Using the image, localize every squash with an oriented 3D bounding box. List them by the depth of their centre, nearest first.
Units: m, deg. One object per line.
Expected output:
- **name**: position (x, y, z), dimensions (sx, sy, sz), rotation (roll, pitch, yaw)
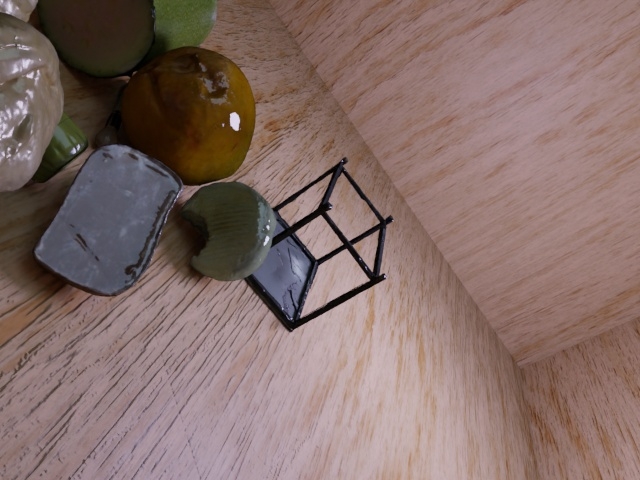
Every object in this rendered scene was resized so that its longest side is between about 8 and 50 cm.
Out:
- **squash**: position (-0.401, -0.516, 1.261), dimensions (0.263, 0.263, 0.384), rotation (52, 23, -15)

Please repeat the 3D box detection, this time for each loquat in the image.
- **loquat**: position (-0.256, -0.244, 1.176), dimensions (0.276, 0.275, 0.284), rotation (-95, 178, -49)

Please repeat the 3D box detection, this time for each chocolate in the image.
- **chocolate**: position (-0.336, -0.028, 0.919), dimensions (0.157, 0.080, 0.254), rotation (29, 55, -20)

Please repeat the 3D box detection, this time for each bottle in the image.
- **bottle**: position (-0.486, -0.216, 0.882), dimensions (0.260, 0.112, 0.112), rotation (50, 23, -18)

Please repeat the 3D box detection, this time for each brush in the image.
- **brush**: position (-0.420, -0.265, 1.199), dimensions (0.042, 0.039, 0.299), rotation (48, 21, -32)

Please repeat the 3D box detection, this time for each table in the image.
- **table**: position (0.000, 0.000, 1.409), dimensions (0.222, 0.272, 0.335), rotation (51, 23, -15)

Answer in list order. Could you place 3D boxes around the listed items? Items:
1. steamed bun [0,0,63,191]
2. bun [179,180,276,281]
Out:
- **steamed bun**: position (-0.474, -0.205, 0.662), dimensions (0.372, 0.230, 0.325), rotation (4, 59, -39)
- **bun**: position (-0.193, -0.015, 1.197), dimensions (0.126, 0.203, 0.213), rotation (67, 36, -69)
